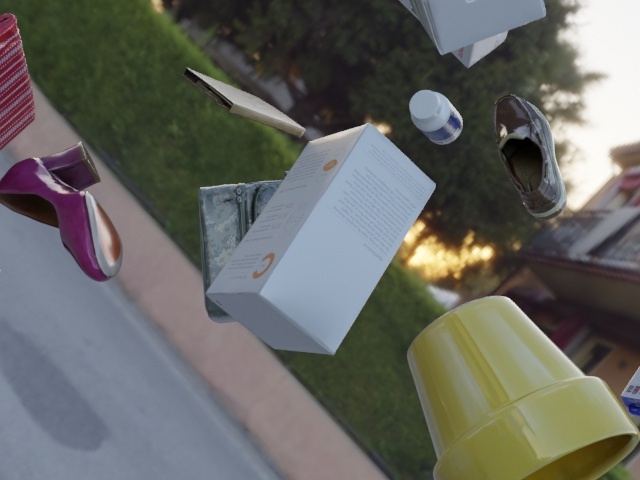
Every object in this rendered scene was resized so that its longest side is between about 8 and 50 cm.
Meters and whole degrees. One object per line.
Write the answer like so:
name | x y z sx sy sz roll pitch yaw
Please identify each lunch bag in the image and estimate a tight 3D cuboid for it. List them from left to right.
lunch bag | -0.122 0.018 2.035 0.212 0.256 0.305 98 -13 -79

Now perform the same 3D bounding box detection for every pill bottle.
pill bottle | 0.188 -0.205 1.563 0.067 0.067 0.120 45 8 24

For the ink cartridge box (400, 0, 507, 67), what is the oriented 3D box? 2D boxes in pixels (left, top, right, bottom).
ink cartridge box | 0.290 -0.556 2.136 0.283 0.117 0.207 48 -9 14

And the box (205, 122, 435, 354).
box | 0.000 0.000 1.585 0.168 0.345 0.215 41 -21 -21

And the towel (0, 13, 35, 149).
towel | -0.567 -0.236 1.594 0.031 0.199 0.275 34 -29 11

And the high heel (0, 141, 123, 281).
high heel | -0.425 -0.020 1.502 0.127 0.181 0.377 66 -4 -34

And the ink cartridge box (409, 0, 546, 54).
ink cartridge box | 0.280 -0.483 1.809 0.289 0.211 0.121 -98 167 -60

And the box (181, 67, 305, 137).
box | -0.145 -0.260 1.795 0.201 0.021 0.164 13 21 -50

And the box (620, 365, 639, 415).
box | 0.532 0.222 1.486 0.081 0.136 0.028 2 -52 49

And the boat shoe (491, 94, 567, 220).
boat shoe | 0.340 -0.159 1.587 0.095 0.095 0.257 34 31 -45

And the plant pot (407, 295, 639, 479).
plant pot | 0.237 0.211 1.224 0.239 0.254 0.254 63 10 30
